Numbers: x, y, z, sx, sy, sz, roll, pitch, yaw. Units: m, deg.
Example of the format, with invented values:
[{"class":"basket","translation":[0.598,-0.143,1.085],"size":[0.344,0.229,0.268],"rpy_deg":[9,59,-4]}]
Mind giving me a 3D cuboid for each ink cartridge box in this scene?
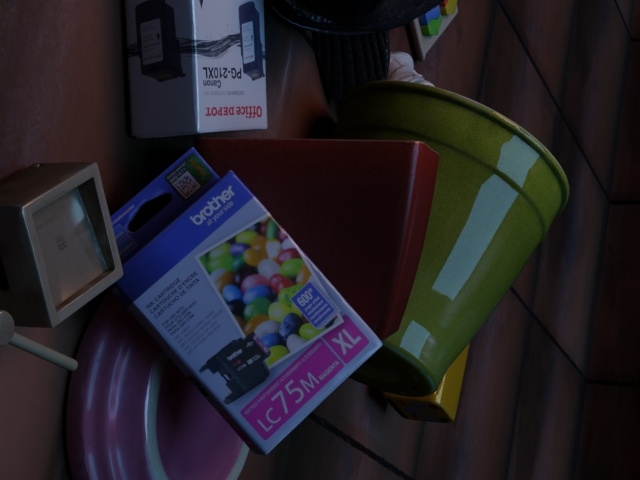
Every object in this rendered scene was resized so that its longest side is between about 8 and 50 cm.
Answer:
[{"class":"ink cartridge box","translation":[-0.100,0.062,1.434],"size":[0.186,0.065,0.311],"rpy_deg":[-42,91,-16]},{"class":"ink cartridge box","translation":[-0.146,-0.243,1.541],"size":[0.172,0.100,0.237],"rpy_deg":[-13,103,-62]}]

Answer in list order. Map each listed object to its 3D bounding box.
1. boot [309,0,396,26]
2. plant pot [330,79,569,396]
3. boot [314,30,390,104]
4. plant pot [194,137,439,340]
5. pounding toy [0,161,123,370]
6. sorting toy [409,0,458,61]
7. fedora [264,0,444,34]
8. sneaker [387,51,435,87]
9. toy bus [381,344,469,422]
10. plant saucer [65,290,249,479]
[{"class":"boot","translation":[-0.062,-0.411,1.498],"size":[0.260,0.131,0.348],"rpy_deg":[3,55,-60]},{"class":"plant pot","translation":[0.124,0.021,1.864],"size":[0.353,0.366,0.366],"rpy_deg":[-64,146,-21]},{"class":"boot","translation":[0.076,-0.387,1.968],"size":[0.222,0.118,0.338],"rpy_deg":[-42,132,-61]},{"class":"plant pot","translation":[0.000,0.000,1.596],"size":[0.267,0.267,0.236],"rpy_deg":[-1,93,-80]},{"class":"pounding toy","translation":[-0.293,0.042,1.273],"size":[0.206,0.094,0.181],"rpy_deg":[-42,127,-55]},{"class":"sorting toy","translation":[0.194,-0.444,2.269],"size":[0.208,0.038,0.193],"rpy_deg":[-58,140,-45]},{"class":"fedora","translation":[0.078,-0.374,1.716],"size":[0.153,0.334,0.334],"rpy_deg":[-108,174,-48]},{"class":"sneaker","translation":[0.133,-0.236,2.059],"size":[0.232,0.115,0.090],"rpy_deg":[-65,147,-55]},{"class":"toy bus","translation":[0.185,0.130,2.179],"size":[0.108,0.130,0.333],"rpy_deg":[50,48,-53]},{"class":"plant saucer","translation":[-0.169,0.197,1.539],"size":[0.332,0.084,0.332],"rpy_deg":[-9,100,-62]}]
